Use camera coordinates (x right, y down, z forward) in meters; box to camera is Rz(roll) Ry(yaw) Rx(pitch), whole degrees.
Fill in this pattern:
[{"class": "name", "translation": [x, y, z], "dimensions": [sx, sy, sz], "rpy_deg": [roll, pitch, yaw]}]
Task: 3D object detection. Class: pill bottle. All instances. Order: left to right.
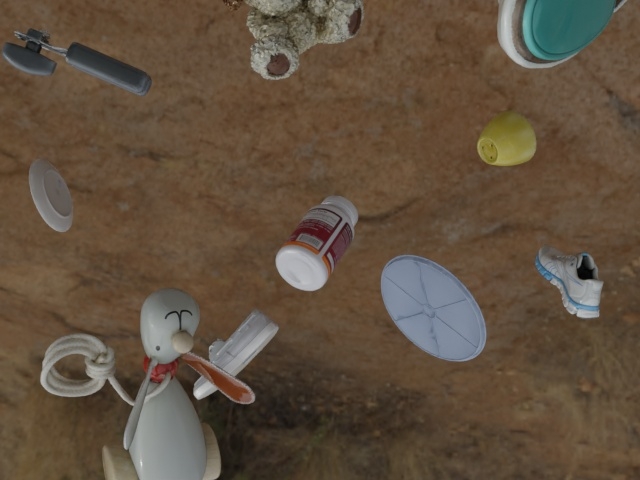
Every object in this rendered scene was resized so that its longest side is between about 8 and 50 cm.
[{"class": "pill bottle", "translation": [0.000, 0.000, 1.300], "dimensions": [0.086, 0.152, 0.086], "rpy_deg": [18, 135, 19]}]

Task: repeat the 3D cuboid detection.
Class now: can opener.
[{"class": "can opener", "translation": [-0.469, -0.339, 1.635], "dimensions": [0.280, 0.093, 0.074], "rpy_deg": [19, -178, -2]}]

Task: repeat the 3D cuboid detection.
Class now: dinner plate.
[{"class": "dinner plate", "translation": [-0.489, -0.085, 1.549], "dimensions": [0.017, 0.141, 0.141], "rpy_deg": [-18, 142, 9]}]

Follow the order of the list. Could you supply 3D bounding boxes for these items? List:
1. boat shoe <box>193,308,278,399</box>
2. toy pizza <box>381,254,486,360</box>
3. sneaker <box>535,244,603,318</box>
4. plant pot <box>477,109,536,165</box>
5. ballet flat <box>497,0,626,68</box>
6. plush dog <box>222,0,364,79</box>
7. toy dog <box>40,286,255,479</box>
[{"class": "boat shoe", "translation": [-0.157, 0.192, 1.446], "dimensions": [0.063, 0.184, 0.066], "rpy_deg": [45, 178, 14]}, {"class": "toy pizza", "translation": [0.180, 0.104, 1.329], "dimensions": [0.201, 0.032, 0.201], "rpy_deg": [31, 141, 28]}, {"class": "sneaker", "translation": [0.426, 0.047, 1.414], "dimensions": [0.071, 0.190, 0.083], "rpy_deg": [3, 119, -15]}, {"class": "plant pot", "translation": [0.428, -0.230, 1.994], "dimensions": [0.095, 0.134, 0.134], "rpy_deg": [-28, 161, -28]}, {"class": "ballet flat", "translation": [0.278, -0.301, 0.896], "dimensions": [0.139, 0.400, 0.139], "rpy_deg": [36, 148, 26]}, {"class": "plush dog", "translation": [-0.075, -0.481, 1.678], "dimensions": [0.262, 0.210, 0.225], "rpy_deg": [-32, 125, -11]}, {"class": "toy dog", "translation": [-0.191, 0.239, 1.071], "dimensions": [0.220, 0.161, 0.333], "rpy_deg": [-28, 133, -15]}]
